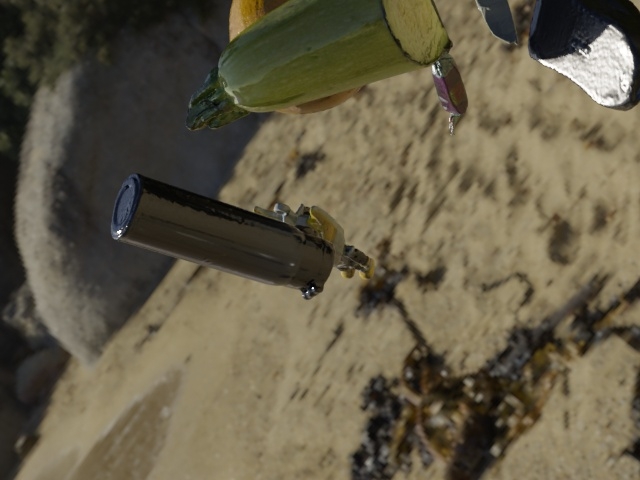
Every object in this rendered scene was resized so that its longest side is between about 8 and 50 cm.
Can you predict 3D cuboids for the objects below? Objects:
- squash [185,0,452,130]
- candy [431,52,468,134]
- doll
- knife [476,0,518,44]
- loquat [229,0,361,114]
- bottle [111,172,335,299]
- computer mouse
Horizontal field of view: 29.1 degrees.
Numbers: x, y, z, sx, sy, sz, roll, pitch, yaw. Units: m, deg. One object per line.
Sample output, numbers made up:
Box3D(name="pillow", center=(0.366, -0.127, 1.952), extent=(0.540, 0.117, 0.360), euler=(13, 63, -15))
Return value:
Box3D(name="squash", center=(-0.017, -0.192, 1.231), extent=(0.288, 0.137, 0.137), euler=(-21, 13, 4))
Box3D(name="candy", center=(0.191, -0.226, 1.823), extent=(0.043, 0.175, 0.045), euler=(25, 64, 37))
Box3D(name="doll", center=(-0.004, 0.001, 2.466), extent=(0.145, 0.316, 0.103), euler=(32, 88, 40))
Box3D(name="knife", center=(0.212, -0.370, 1.659), extent=(0.047, 0.017, 0.297), euler=(-23, 55, 11))
Box3D(name="loquat", center=(-0.022, -0.266, 1.597), extent=(0.208, 0.208, 0.208), euler=(-50, 10, 12))
Box3D(name="bottle", center=(-0.098, -0.004, 1.308), extent=(0.072, 0.245, 0.082), euler=(-38, 41, 47))
Box3D(name="computer mouse", center=(0.327, -0.233, 1.445), extent=(0.217, 0.074, 0.122), euler=(48, 137, 42))
